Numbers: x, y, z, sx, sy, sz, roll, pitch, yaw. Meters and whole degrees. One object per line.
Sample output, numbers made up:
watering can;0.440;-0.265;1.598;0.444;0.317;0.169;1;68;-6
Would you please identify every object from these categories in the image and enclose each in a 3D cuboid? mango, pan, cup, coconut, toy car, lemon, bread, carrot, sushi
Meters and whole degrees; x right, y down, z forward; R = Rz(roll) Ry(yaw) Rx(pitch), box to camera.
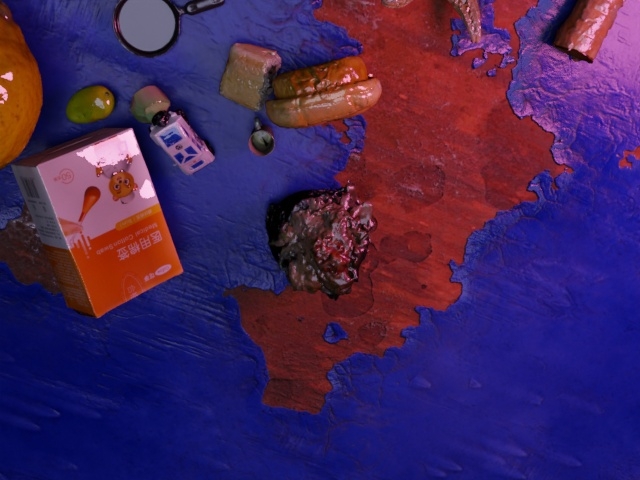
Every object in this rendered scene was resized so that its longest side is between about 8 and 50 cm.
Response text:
mango;-0.477;-0.279;1.663;0.108;0.056;0.073;-26;104;9
pan;-0.303;-0.453;1.624;0.235;0.028;0.136;-16;111;6
cup;-0.129;-0.220;1.688;0.054;0.083;0.075;-39;108;11
coconut;-0.352;-0.278;1.660;0.081;0.083;0.082;42;121;23
toy car;-0.289;-0.202;1.665;0.080;0.070;0.170;-30;138;7
lemon;-0.699;-0.284;1.504;0.350;0.350;0.387;43;96;-16
bread;0.003;-0.293;1.608;0.236;0.198;0.120;-14;103;4
bread;-0.141;-0.340;1.644;0.106;0.082;0.125;28;118;15
carrot;0.571;-0.489;1.624;0.102;0.102;0.263;24;106;-11
sushi;0.001;0.001;1.706;0.225;0.218;0.238;-7;111;-5

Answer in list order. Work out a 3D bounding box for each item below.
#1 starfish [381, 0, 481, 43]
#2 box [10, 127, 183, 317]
starfish;0.278;-0.570;1.576;0.375;0.094;0.327;-39;118;4
box;-0.452;-0.038;1.656;0.225;0.143;0.341;-30;115;-33
